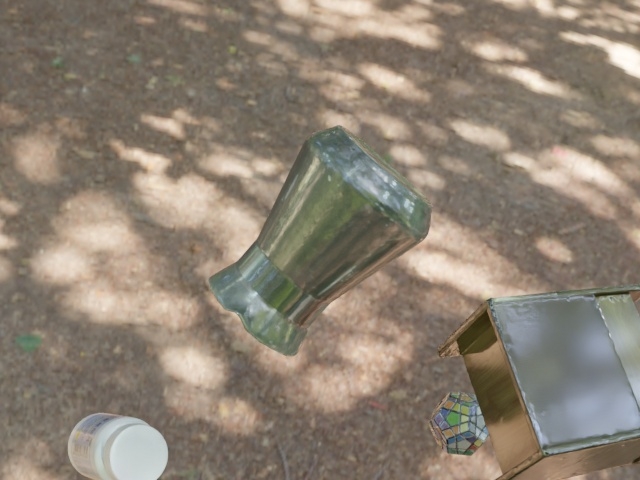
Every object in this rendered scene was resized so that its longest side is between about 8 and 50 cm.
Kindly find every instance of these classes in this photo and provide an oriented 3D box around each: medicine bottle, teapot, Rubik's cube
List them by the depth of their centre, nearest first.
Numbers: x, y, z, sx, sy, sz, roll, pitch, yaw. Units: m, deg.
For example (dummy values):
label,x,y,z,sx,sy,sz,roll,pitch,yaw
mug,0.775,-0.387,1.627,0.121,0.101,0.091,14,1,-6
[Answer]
label,x,y,z,sx,sy,sz,roll,pitch,yaw
medicine bottle,-0.302,0.313,1.451,0.103,0.102,0.187,-9,-1,-31
teapot,0.000,0.000,1.636,0.253,0.344,0.300,44,9,8
Rubik's cube,0.237,0.310,1.651,0.111,0.093,0.111,12,71,-37

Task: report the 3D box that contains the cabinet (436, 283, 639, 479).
label,x,y,z,sx,sy,sz,roll,pitch,yaw
cabinet,0.270,0.163,1.073,0.215,0.148,0.174,-4,62,-23
